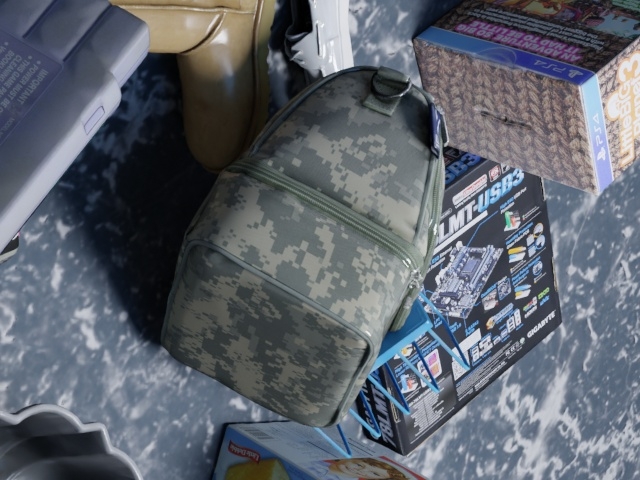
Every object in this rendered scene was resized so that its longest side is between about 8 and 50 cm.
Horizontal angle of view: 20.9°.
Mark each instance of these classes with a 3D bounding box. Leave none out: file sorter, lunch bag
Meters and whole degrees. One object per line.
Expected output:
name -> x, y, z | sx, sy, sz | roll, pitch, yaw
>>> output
file sorter -> 0.054, 0.128, 1.817 | 0.170, 0.118, 0.104 | -37, 126, 9
lunch bag -> 0.000, 0.000, 1.644 | 0.256, 0.212, 0.305 | -63, 176, -27

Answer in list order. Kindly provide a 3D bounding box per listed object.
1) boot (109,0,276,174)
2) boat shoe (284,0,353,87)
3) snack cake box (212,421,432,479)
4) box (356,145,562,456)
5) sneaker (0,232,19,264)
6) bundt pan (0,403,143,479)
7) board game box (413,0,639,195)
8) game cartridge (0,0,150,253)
boot -> -0.168, -0.177, 1.554 | 0.269, 0.089, 0.236 | -2, 101, -45
boat shoe -> -0.006, -0.205, 1.725 | 0.063, 0.066, 0.184 | -12, 118, -28
snack cake box -> 0.030, 0.278, 1.811 | 0.152, 0.264, 0.089 | 5, 105, -47
box -> 0.148, 0.049, 1.984 | 0.295, 0.073, 0.293 | -37, 129, -30
sneaker -> -0.294, 0.050, 1.324 | 0.170, 0.063, 0.075 | -40, 122, -28
bundt pan -> -0.294, 0.300, 1.500 | 0.331, 0.124, 0.331 | -2, 93, -52
board game box -> 0.291, -0.211, 1.904 | 0.291, 0.232, 0.141 | -39, 131, -28
game cartridge -> -0.311, -0.081, 1.306 | 0.355, 0.230, 0.068 | -55, 176, -27
